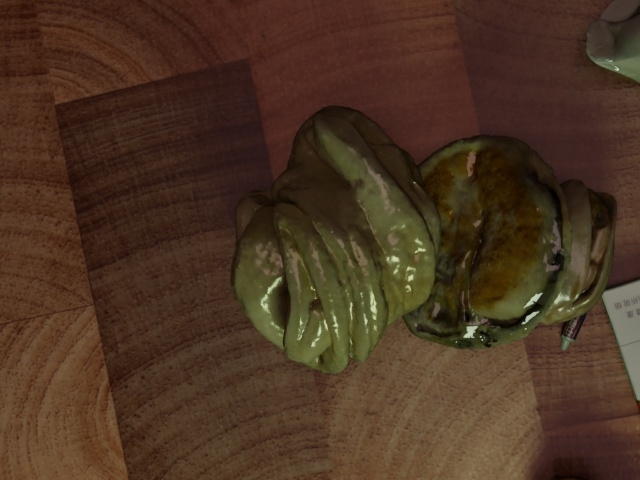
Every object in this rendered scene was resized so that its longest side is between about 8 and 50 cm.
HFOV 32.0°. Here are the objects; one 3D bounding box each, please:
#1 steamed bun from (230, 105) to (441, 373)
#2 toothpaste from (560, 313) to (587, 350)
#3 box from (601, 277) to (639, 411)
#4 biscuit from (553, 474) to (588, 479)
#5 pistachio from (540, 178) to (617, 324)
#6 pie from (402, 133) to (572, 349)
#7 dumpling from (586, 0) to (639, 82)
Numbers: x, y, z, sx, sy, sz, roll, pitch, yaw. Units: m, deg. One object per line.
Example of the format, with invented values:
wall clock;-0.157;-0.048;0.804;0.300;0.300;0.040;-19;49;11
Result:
steamed bun;0.001;0.006;1.617;0.325;0.230;0.372;48;117;27
toothpaste;0.393;0.101;1.692;0.037;0.021;0.140;22;90;17
box;0.520;0.171;1.664;0.139;0.035;0.245;-17;86;7
biscuit;0.416;0.477;1.624;0.154;0.045;0.299;-30;90;51
pistachio;0.361;0.021;1.645;0.144;0.144;0.215;18;86;9
pie;0.223;0.005;1.638;0.339;0.077;0.339;-5;83;42
dumpling;0.507;-0.295;1.641;0.229;0.124;0.151;16;55;3
